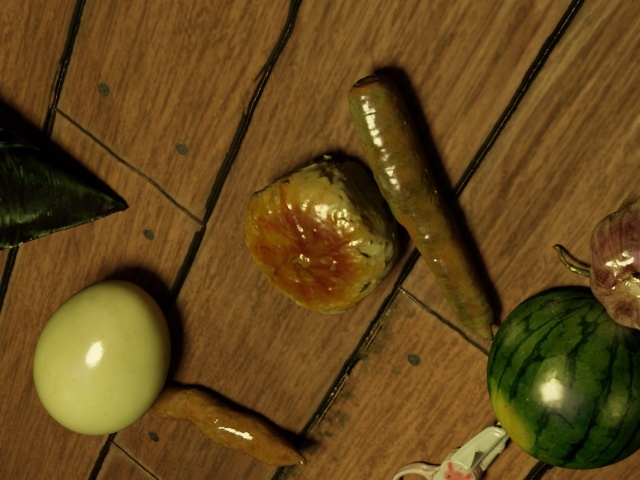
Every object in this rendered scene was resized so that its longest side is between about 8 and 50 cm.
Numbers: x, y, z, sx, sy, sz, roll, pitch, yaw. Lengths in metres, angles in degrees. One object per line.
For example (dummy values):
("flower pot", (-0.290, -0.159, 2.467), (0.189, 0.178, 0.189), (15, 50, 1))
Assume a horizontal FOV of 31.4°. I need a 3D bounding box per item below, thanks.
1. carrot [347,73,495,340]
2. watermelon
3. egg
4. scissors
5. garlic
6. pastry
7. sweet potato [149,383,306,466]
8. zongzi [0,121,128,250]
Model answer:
("carrot", (0.117, -0.028, 1.283), (0.070, 0.070, 0.342), (-12, 112, 39))
("watermelon", (0.274, 0.160, 1.252), (0.204, 0.127, 0.232), (36, 127, 15))
("egg", (-0.305, 0.163, 1.606), (0.188, 0.188, 0.254), (37, 127, 9))
("scissors", (0.179, 0.296, 1.465), (0.118, 0.030, 0.242), (38, 136, 9))
("garlic", (0.337, 0.030, 1.140), (0.147, 0.102, 0.159), (27, 129, 14))
("pastry", (0.000, 0.000, 1.360), (0.192, 0.093, 0.182), (-28, 103, 41))
("sweet potato", (-0.126, 0.268, 1.637), (0.281, 0.059, 0.067), (19, 139, 25))
("zongzi", (-0.472, -0.091, 1.586), (0.383, 0.362, 0.319), (-120, 30, -44))
